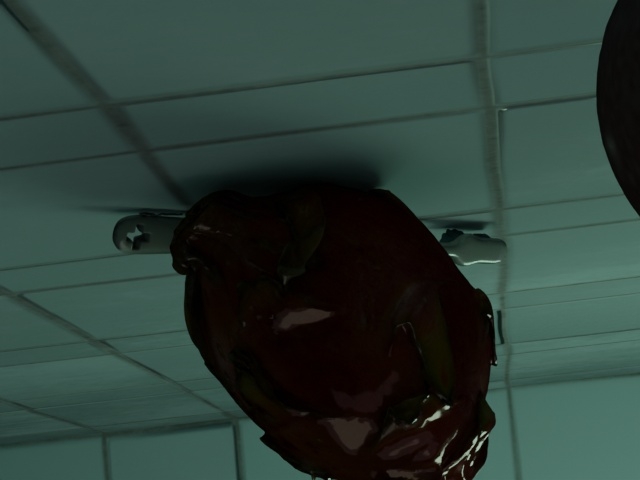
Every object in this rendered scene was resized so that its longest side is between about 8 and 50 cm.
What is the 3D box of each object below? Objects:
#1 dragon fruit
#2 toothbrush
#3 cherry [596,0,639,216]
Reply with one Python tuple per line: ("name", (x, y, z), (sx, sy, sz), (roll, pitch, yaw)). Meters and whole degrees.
("dragon fruit", (0.018, 0.073, 1.454), (0.315, 0.250, 0.250), (34, 171, 6))
("toothbrush", (0.003, 0.002, 1.584), (0.418, 0.042, 0.040), (1, -162, -37))
("cherry", (0.278, -0.085, 0.857), (0.307, 0.221, 0.261), (-14, -176, -39))
